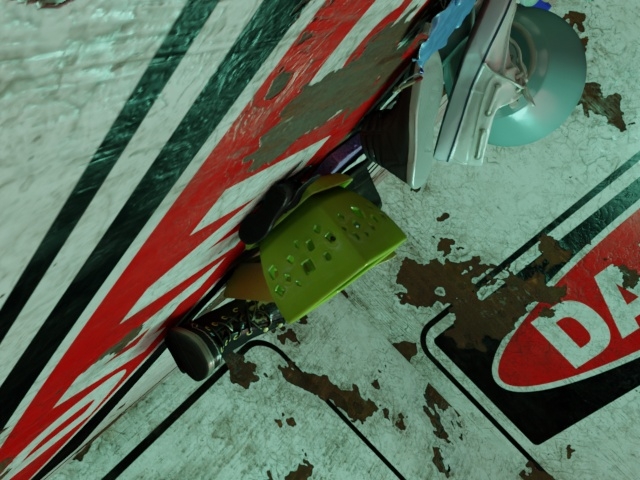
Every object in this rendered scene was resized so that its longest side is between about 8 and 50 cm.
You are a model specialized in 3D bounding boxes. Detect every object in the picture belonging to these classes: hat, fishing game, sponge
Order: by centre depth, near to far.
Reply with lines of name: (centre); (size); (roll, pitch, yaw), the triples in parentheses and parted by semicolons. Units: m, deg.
fishing game: (0.195, -0.349, 1.022); (0.264, 0.041, 0.189); (-56, 172, 33)
sponge: (0.052, -0.183, 1.460); (0.210, 0.031, 0.117); (-41, 176, -47)
hat: (0.059, -0.085, 1.589); (0.331, 0.134, 0.331); (-38, -178, 2)

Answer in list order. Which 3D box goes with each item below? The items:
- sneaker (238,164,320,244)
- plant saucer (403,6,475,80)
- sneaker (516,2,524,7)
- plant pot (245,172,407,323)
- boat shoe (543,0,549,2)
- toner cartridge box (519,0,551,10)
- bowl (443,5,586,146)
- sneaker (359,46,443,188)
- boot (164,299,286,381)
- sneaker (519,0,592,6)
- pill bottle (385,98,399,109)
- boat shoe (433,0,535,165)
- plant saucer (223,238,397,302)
sneaker: (-0.075, -0.062, 1.194); (0.170, 0.051, 0.089); (-50, 170, 29)
plant saucer: (0.246, -0.380, 1.318); (0.195, 0.037, 0.195); (-44, 178, -2)
sneaker: (0.432, -0.461, 1.633); (0.343, 0.134, 0.146); (-60, 162, -20)
plant pot: (0.000, 0.000, 1.326); (0.227, 0.207, 0.228); (-39, 174, 29)
boat shoe: (0.502, -0.585, 1.192); (0.341, 0.110, 0.121); (-45, 177, 19)
toner cartridge box: (0.532, -0.586, 2.017); (0.348, 0.075, 0.165); (-44, 178, 6)
bowl: (0.386, -0.361, 1.413); (0.311, 0.311, 0.163); (-46, 158, 26)
sneaker: (0.148, -0.249, 1.293); (0.104, 0.147, 0.296); (-39, 144, -38)
boot: (-0.221, 0.217, 1.619); (0.284, 0.138, 0.377); (-28, 178, -22)
sneaker: (0.604, -0.626, 1.664); (0.094, 0.151, 0.256); (-45, 179, -10)
pill bottle: (0.207, -0.292, 1.531); (0.087, 0.087, 0.160); (-46, 177, 32)
boat shoe: (0.335, -0.293, 1.257); (0.136, 0.156, 0.367); (-69, 173, -53)
plant saucer: (-0.040, 0.054, 1.625); (0.332, 0.081, 0.333); (-22, -170, -32)
